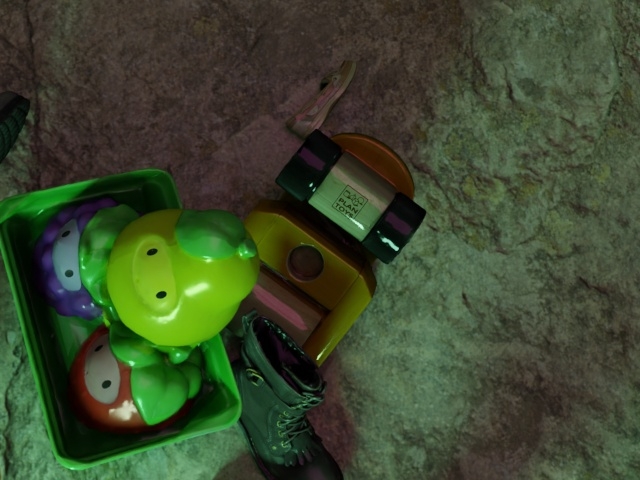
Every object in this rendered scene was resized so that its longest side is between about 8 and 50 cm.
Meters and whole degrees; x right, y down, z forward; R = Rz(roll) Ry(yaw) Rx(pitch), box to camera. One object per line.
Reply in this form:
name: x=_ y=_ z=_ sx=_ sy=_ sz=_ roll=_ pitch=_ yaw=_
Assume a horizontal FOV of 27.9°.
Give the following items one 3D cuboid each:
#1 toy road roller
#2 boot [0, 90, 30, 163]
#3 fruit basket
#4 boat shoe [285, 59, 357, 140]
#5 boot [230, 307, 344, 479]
toy road roller: x=0.000 y=0.000 z=1.835 sx=0.202 sy=0.240 sz=0.329 roll=36 pitch=103 yaw=-1
boot: x=-0.575 y=-0.136 z=1.745 sx=0.222 sy=0.118 sz=0.338 roll=38 pitch=62 yaw=6
fruit basket: x=-0.236 y=0.079 z=1.623 sx=0.283 sy=0.392 sz=0.392 roll=-13 pitch=75 yaw=-19
boat shoe: x=0.004 y=-0.222 z=1.964 sx=0.048 sy=0.056 sz=0.153 roll=35 pitch=73 yaw=-6
boot: x=-0.040 y=0.227 z=1.696 sx=0.091 sy=0.229 sz=0.263 roll=-40 pitch=85 yaw=-28
